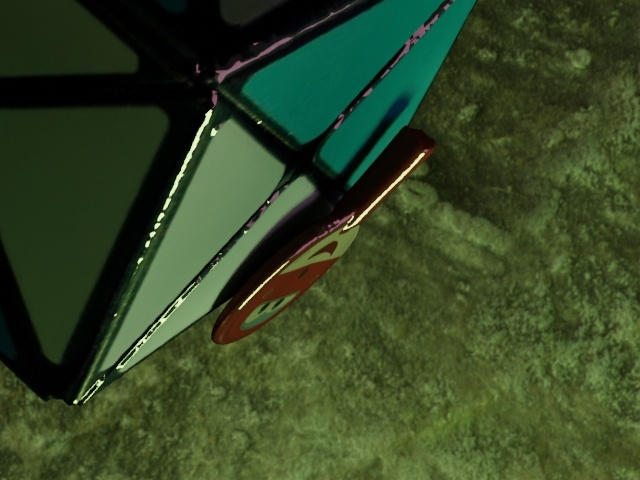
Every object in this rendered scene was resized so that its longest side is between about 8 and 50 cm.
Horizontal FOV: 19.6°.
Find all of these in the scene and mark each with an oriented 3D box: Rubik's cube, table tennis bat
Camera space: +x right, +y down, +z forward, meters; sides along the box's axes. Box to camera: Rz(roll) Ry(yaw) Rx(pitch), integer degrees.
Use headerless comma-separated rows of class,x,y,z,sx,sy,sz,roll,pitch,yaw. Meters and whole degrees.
Rubik's cube,-0.096,-0.112,0.886,0.248,0.250,0.246,-38,164,-41
table tennis bat,0.000,0.000,0.944,0.154,0.019,0.098,-46,168,19
